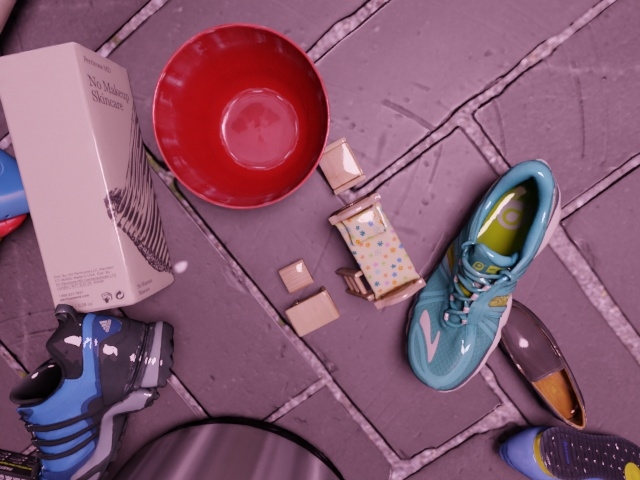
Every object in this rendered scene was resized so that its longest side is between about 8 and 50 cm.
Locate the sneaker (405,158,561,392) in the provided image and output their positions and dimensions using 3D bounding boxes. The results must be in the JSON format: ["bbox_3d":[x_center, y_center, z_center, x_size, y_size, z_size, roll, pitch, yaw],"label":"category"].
[{"bbox_3d":[0.167,0.037,0.455,0.107,0.110,0.275,26,96,24],"label":"sneaker"}]

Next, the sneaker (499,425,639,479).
[{"bbox_3d":[0.321,0.276,0.516,0.210,0.082,0.069,19,57,-13],"label":"sneaker"}]

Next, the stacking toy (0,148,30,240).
[{"bbox_3d":[-0.477,0.021,0.504,0.166,0.175,0.301,35,112,-1],"label":"stacking toy"}]

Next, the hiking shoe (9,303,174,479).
[{"bbox_3d":[-0.289,0.195,0.490,0.132,0.113,0.304,26,107,-27],"label":"hiking shoe"}]

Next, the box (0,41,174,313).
[{"bbox_3d":[-0.259,-0.064,0.481,0.094,0.113,0.274,-9,98,5],"label":"box"}]

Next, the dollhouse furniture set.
[{"bbox_3d":[0.000,0.000,0.474,0.161,0.101,0.181,-29,95,7],"label":"dollhouse furniture set"}]

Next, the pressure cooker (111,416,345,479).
[{"bbox_3d":[-0.128,0.418,0.380,0.370,0.420,0.375,30,99,-1],"label":"pressure cooker"}]

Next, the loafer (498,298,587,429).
[{"bbox_3d":[0.262,0.143,0.495,0.062,0.061,0.170,-37,93,9],"label":"loafer"}]

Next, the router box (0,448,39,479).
[{"bbox_3d":[-0.421,0.351,0.583,0.123,0.038,0.092,11,99,3],"label":"router box"}]

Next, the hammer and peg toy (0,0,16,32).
[{"bbox_3d":[-0.498,-0.342,0.450,0.361,0.127,0.265,34,99,-1],"label":"hammer and peg toy"}]

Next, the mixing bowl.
[{"bbox_3d":[-0.076,-0.128,0.464,0.182,0.098,0.181,1,98,5],"label":"mixing bowl"}]
